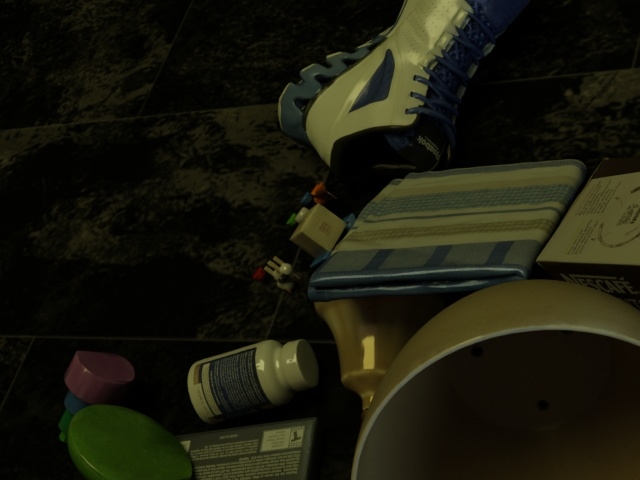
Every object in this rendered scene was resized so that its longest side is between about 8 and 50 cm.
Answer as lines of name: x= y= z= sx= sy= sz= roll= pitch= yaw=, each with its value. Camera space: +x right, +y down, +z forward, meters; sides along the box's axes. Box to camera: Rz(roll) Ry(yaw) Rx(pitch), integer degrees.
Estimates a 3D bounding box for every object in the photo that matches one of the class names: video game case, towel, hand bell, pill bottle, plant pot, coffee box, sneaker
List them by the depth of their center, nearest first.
coffee box: x=0.327 y=0.026 z=1.043 sx=0.119 sy=0.168 sz=0.297 roll=-54 pitch=22 yaw=-16
plant pot: x=0.171 y=0.142 z=1.077 sx=0.284 sy=0.284 sz=0.191 roll=-24 pitch=22 yaw=16
hand bell: x=0.051 y=0.169 z=1.251 sx=0.126 sy=0.126 sz=0.242 roll=-11 pitch=62 yaw=27
towel: x=0.124 y=-0.012 z=1.275 sx=0.209 sy=0.034 sz=0.285 roll=-5 pitch=20 yaw=23
video game case: x=-0.103 y=0.299 z=1.282 sx=0.196 sy=0.026 sz=0.274 roll=-11 pitch=50 yaw=27
pill bottle: x=-0.065 y=0.137 z=1.362 sx=0.120 sy=0.067 sz=0.067 roll=-18 pitch=46 yaw=21
sneaker: x=0.115 y=-0.163 z=1.467 sx=0.315 sy=0.127 sz=0.182 roll=-39 pitch=46 yaw=10

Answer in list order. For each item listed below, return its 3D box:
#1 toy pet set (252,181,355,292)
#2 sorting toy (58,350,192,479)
toy pet set: x=0.000 y=0.000 z=1.458 sx=0.122 sy=0.065 sz=0.114 roll=-59 pitch=11 yaw=-24
sorting toy: x=-0.198 y=0.257 z=1.315 sx=0.126 sy=0.127 sz=0.365 roll=-60 pitch=34 yaw=21
